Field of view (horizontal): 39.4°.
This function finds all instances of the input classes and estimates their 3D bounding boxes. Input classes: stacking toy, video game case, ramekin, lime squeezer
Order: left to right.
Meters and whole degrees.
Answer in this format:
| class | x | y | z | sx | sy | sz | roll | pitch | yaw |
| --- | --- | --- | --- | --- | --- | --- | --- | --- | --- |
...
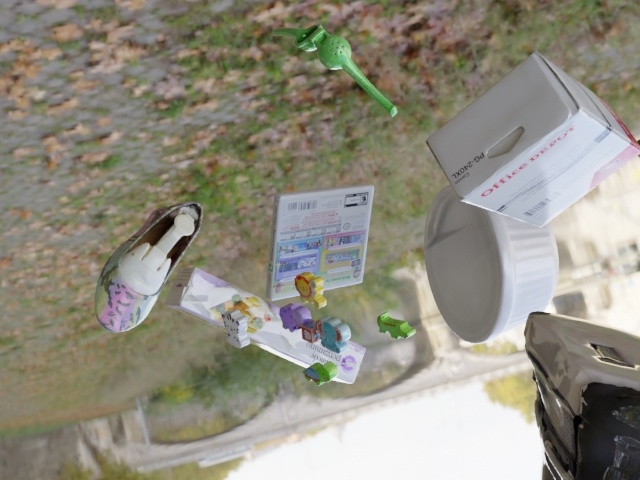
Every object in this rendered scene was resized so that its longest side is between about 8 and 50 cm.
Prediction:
| class | x | y | z | sx | sy | sz | roll | pitch | yaw |
| --- | --- | --- | --- | --- | --- | --- | --- | --- | --- |
| stacking toy | -0.007 | 0.115 | 1.228 | 0.221 | 0.052 | 0.167 | 19 | -147 | 42 |
| video game case | 0.000 | 0.000 | 1.602 | 0.212 | 0.193 | 0.023 | -9 | -156 | -37 |
| lime squeezer | 0.009 | -0.326 | 1.526 | 0.059 | 0.310 | 0.110 | -55 | 151 | 6 |
| ramekin | 0.292 | 0.031 | 1.522 | 0.127 | 0.273 | 0.273 | -9 | 171 | -20 |

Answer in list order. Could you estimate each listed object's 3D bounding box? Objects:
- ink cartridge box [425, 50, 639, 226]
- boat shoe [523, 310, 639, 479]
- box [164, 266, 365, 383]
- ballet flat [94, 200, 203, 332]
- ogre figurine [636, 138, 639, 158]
| class | x | y | z | sx | sy | sz | roll | pitch | yaw |
| --- | --- | --- | --- | --- | --- | --- | --- | --- | --- |
| ink cartridge box | 0.169 | -0.073 | 0.698 | 0.109 | 0.063 | 0.150 | -39 | 152 | 25 |
| boat shoe | 0.229 | 0.163 | 0.781 | 0.127 | 0.158 | 0.340 | 12 | -173 | 11 |
| box | -0.079 | 0.132 | 1.365 | 0.324 | 0.063 | 0.067 | 28 | 166 | -27 |
| ballet flat | -0.201 | 0.017 | 1.082 | 0.079 | 0.077 | 0.221 | -35 | -162 | 35 |
| ogre figurine | 0.430 | -0.110 | 1.079 | 0.096 | 0.197 | 0.118 | -13 | 169 | 23 |
